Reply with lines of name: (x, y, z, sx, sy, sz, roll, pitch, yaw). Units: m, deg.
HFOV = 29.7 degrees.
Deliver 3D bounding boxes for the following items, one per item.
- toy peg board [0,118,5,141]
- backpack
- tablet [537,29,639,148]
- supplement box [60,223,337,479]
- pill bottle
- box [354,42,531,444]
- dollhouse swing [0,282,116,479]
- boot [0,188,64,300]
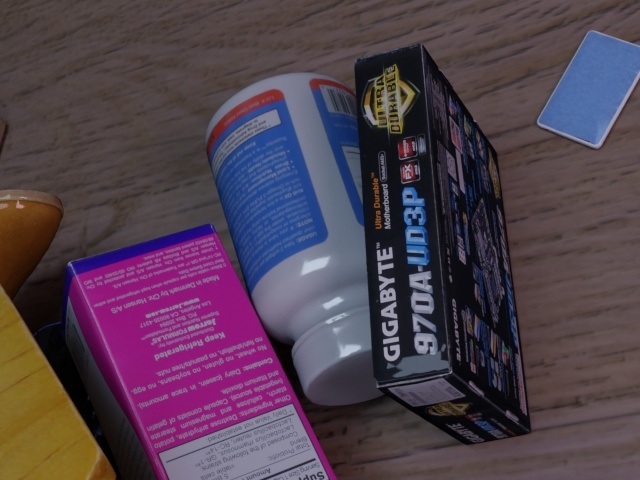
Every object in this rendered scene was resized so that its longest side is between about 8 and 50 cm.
toy peg board: (-0.389, -0.061, 1.077, 0.079, 0.160, 0.161, -2, 69, 43)
backpack: (-0.187, 0.124, 0.935, 0.105, 0.084, 0.114, -9, 61, 25)
tablet: (0.199, -0.110, 0.878, 0.054, 0.006, 0.083, 27, 84, 33)
supplement box: (-0.089, 0.117, 0.834, 0.114, 0.111, 0.220, -16, 66, -23)
pill bottle: (0.000, 0.000, 0.866, 0.124, 0.124, 0.221, -27, 60, 16)
box: (0.081, 0.008, 0.791, 0.051, 0.175, 0.220, -12, 66, 21)
dollhouse swing: (-0.257, 0.256, 0.780, 0.315, 0.305, 0.347, -31, 38, -14)
boot: (-0.287, 0.106, 0.959, 0.295, 0.104, 0.211, -34, 57, 38)
